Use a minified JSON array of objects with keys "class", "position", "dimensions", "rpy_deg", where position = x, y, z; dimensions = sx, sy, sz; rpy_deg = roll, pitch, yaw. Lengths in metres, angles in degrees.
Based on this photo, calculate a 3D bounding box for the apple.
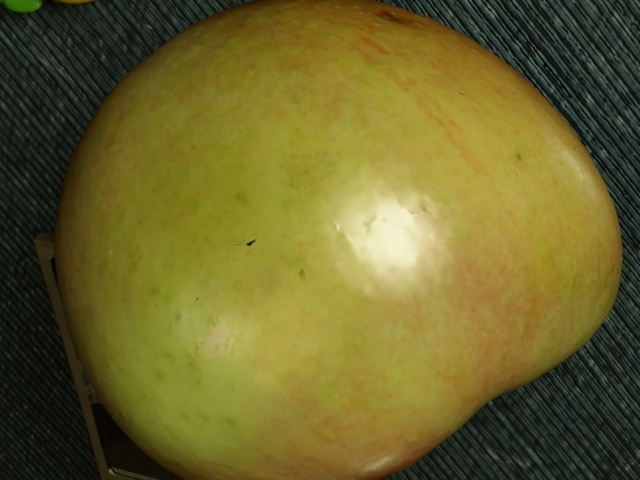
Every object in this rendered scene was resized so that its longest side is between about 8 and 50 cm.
[{"class":"apple","position":[0.000,0.000,0.893],"dimensions":[0.319,0.319,0.277],"rpy_deg":[-41,80,41]}]

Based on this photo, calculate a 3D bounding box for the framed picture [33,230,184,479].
[{"class":"framed picture","position":[-0.128,0.114,1.232],"dimensions":[0.189,0.023,0.260],"rpy_deg":[9,125,28]}]

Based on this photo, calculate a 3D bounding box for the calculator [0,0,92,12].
[{"class":"calculator","position":[-0.183,-0.229,0.994],"dimensions":[0.146,0.032,0.235],"rpy_deg":[28,137,-13]}]
